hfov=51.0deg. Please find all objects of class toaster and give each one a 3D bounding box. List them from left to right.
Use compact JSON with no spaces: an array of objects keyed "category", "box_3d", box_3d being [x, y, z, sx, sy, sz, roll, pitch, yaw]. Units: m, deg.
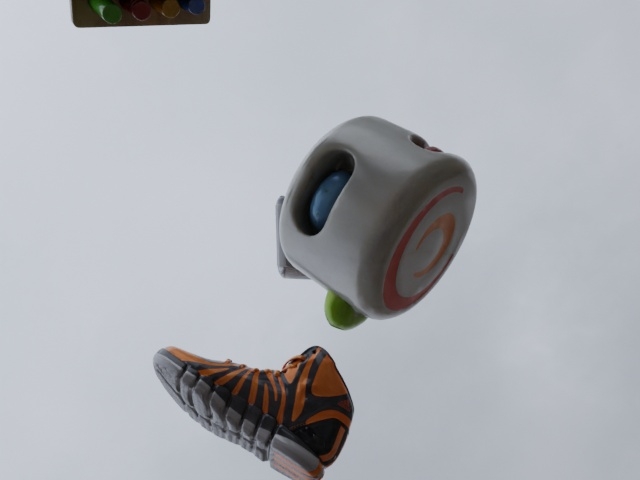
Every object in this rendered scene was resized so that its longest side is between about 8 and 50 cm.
[{"category":"toaster","box_3d":[0.000,0.000,1.229,0.227,0.129,0.146,10,-97,-71]}]

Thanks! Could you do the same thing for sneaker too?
[{"category":"sneaker","box_3d":[-0.094,0.226,1.052,0.180,0.321,0.124,-52,-15,-35]}]

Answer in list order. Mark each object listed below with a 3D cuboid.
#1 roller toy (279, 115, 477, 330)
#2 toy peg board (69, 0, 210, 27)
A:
[{"category":"roller toy","box_3d":[0.059,-0.029,0.712,0.209,0.146,0.191,-37,-35,-31]},{"category":"toy peg board","box_3d":[-0.185,-0.306,0.724,0.161,0.079,0.161,-11,-55,-27]}]
